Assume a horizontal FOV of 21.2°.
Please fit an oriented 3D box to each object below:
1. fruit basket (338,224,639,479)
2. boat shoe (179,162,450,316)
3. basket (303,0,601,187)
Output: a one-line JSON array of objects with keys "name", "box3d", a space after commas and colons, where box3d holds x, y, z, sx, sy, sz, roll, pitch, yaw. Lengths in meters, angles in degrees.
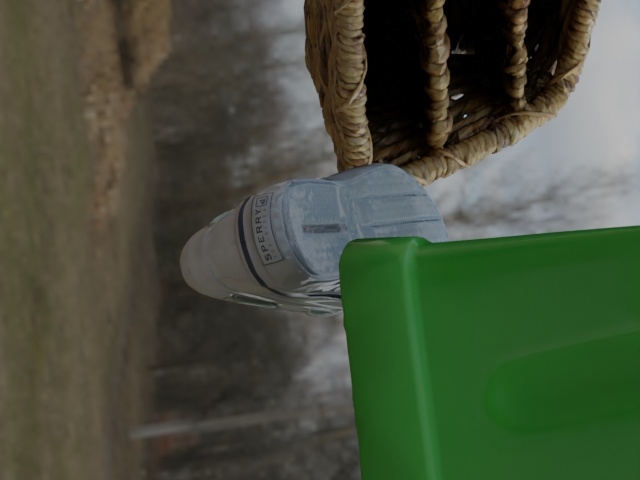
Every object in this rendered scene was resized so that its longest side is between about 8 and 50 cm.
[{"name": "fruit basket", "box3d": [0.084, 0.206, 0.828, 0.283, 0.392, 0.392, 32, 39, -49]}, {"name": "boat shoe", "box3d": [0.000, 0.000, 0.951, 0.226, 0.075, 0.083, 12, 66, -62]}, {"name": "basket", "box3d": [0.099, -0.203, 1.137, 0.223, 0.213, 0.299, -104, -170, -58]}]
